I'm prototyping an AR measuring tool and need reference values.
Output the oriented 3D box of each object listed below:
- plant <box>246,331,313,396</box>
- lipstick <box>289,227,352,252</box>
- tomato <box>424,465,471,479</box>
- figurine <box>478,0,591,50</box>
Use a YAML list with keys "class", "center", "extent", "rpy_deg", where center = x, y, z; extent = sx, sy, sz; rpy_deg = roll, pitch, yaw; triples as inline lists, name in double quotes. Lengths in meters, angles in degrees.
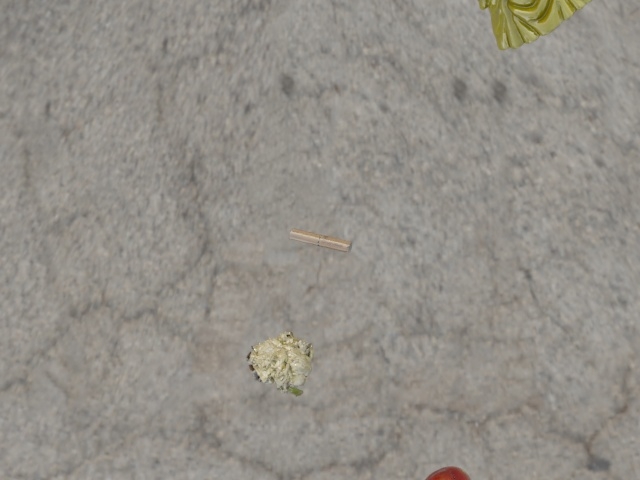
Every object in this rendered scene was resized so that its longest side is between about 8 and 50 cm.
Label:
- class: "plant"
  center: [-0.059, 0.205, 1.465]
  extent: [0.105, 0.116, 0.121]
  rpy_deg: [4, 121, 29]
- class: "lipstick"
  center: [0.000, 0.000, 1.393]
  extent: [0.094, 0.019, 0.019]
  rpy_deg: [13, 124, 18]
- class: "tomato"
  center: [0.189, 0.378, 1.416]
  extent: [0.087, 0.087, 0.075]
  rpy_deg: [-23, 143, 16]
- class: "figurine"
  center: [0.174, -0.386, 1.041]
  extent: [0.315, 0.168, 0.187]
  rpy_deg: [43, 139, -19]
